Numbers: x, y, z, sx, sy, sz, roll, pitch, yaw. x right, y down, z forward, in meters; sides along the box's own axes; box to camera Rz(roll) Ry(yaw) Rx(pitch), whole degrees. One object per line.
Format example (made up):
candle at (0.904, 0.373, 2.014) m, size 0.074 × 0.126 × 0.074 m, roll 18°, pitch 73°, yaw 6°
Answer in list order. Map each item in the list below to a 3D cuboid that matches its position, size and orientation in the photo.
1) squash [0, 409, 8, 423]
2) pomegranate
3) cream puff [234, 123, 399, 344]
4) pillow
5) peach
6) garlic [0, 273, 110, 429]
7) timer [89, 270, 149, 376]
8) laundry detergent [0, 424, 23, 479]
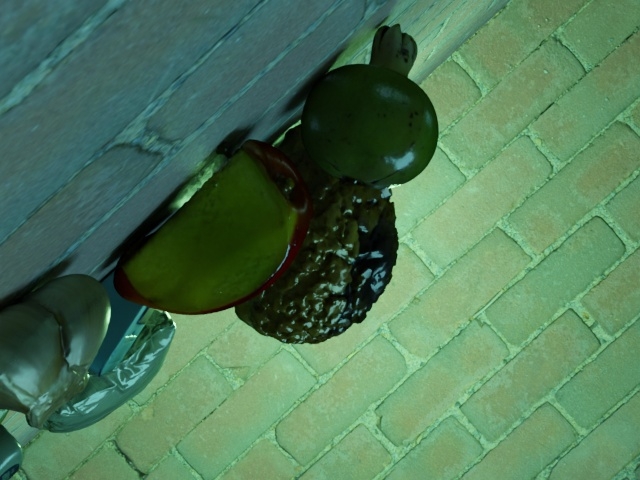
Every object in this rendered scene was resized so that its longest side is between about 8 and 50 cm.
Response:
squash at (-0.463, 0.260, 1.092) m, size 0.201 × 0.066 × 0.066 m, roll -43°, pitch -179°, yaw -3°
pomegranate at (0.060, -0.170, 1.125) m, size 0.179 × 0.210 × 0.179 m, roll -8°, pitch -175°, yaw 1°
cream puff at (0.000, 0.000, 1.345) m, size 0.343 × 0.231 × 0.327 m, roll -57°, pitch 150°, yaw -15°
pillow at (-0.408, 0.245, 1.572) m, size 0.283 × 0.138 × 0.310 m, roll -33°, pitch 175°, yaw -27°
peach at (-0.120, 0.006, 1.057) m, size 0.267 × 0.154 × 0.159 m, roll -43°, pitch -178°, yaw 17°
garlic at (-0.269, 0.096, 0.820) m, size 0.174 × 0.099 × 0.124 m, roll -49°, pitch 166°, yaw -45°
timer at (-0.265, 0.063, 1.243) m, size 0.250 × 0.091 × 0.232 m, roll -54°, pitch -178°, yaw -9°
laundry detergent at (-0.605, 0.409, 1.358) m, size 0.280 × 0.105 × 0.215 m, roll -41°, pitch 180°, yaw -35°
